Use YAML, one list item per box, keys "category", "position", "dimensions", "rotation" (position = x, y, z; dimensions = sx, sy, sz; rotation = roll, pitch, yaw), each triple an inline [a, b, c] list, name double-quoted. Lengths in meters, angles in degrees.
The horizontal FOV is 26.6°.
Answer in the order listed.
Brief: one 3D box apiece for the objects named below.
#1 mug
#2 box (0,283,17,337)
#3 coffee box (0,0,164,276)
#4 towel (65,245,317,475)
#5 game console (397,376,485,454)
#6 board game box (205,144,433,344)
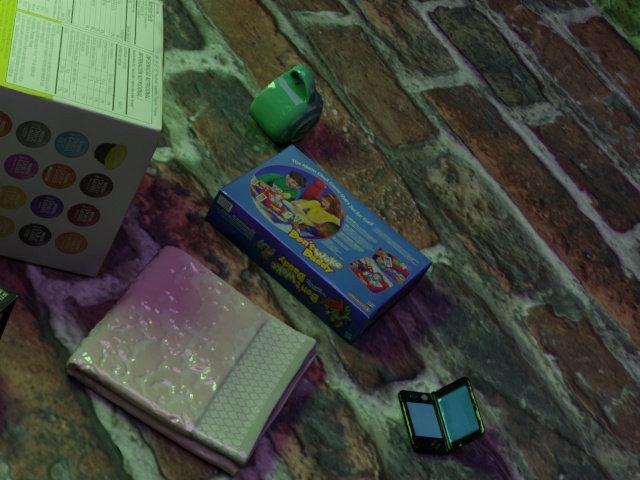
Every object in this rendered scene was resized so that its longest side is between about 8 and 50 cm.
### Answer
- category: "mug"
  position: [-0.059, -0.253, 2.588]
  dimensions: [0.129, 0.158, 0.097]
  rotation: [-39, 80, -7]
- category: "box"
  position: [-0.541, 0.092, 1.927]
  dimensions: [0.180, 0.147, 0.077]
  rotation: [36, 40, 5]
- category: "coffee box"
  position: [-0.453, -0.203, 2.141]
  dimensions: [0.334, 0.337, 0.338]
  rotation: [15, 41, -20]
- category: "towel"
  position: [-0.191, 0.179, 2.133]
  dimensions: [0.317, 0.053, 0.332]
  rotation: [32, 38, 2]
- category: "game console"
  position: [0.199, 0.286, 2.249]
  dimensions: [0.107, 0.071, 0.122]
  rotation: [10, 43, -24]
- category: "board game box"
  position: [0.000, 0.000, 2.418]
  dimensions: [0.347, 0.078, 0.233]
  rotation: [41, 40, 12]
